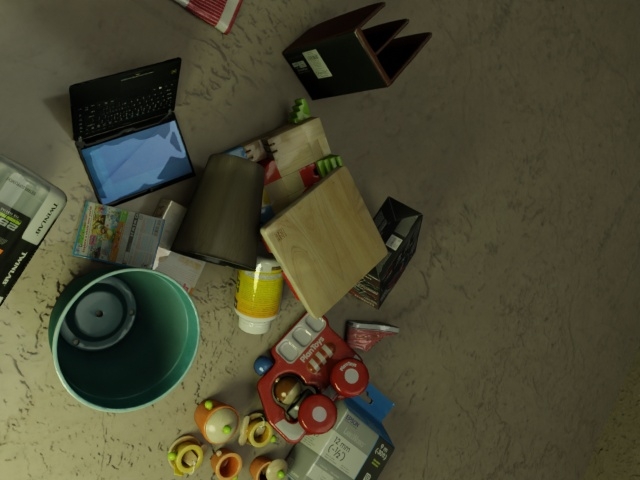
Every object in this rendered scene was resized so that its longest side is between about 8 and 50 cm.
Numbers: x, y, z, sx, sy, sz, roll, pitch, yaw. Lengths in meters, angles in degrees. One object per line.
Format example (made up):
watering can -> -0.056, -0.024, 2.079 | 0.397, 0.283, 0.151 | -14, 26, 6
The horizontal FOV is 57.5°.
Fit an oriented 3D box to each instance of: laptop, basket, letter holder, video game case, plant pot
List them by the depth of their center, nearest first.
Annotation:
plant pot -> -0.421, 0.172, 1.178 | 0.271, 0.255, 0.272 | -5, 99, -35
laptop -> -0.381, -0.222, 1.227 | 0.234, 0.264, 0.137 | -27, 74, -30
video game case -> -0.430, -0.008, 1.248 | 0.166, 0.015, 0.119 | 14, 83, -10
basket -> -0.207, -0.063, 1.285 | 0.204, 0.154, 0.227 | 21, 78, -40
letter holder -> 0.091, -0.482, 1.425 | 0.214, 0.302, 0.152 | -49, 120, -20

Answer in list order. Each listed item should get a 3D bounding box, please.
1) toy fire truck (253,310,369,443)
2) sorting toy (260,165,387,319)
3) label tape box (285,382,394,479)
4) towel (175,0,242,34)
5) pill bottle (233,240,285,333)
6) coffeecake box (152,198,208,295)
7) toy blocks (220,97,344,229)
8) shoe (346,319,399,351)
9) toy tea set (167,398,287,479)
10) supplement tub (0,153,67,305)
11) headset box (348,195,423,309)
toy fire truck -> -0.038, 0.361, 1.537 | 0.254, 0.169, 0.302 | 44, 69, 5
sorting toy -> 0.000, 0.000, 1.355 | 0.255, 0.089, 0.257 | -41, 118, -24
label tape box -> 0.086, 0.577, 1.676 | 0.249, 0.115, 0.348 | 46, 72, -30
towel -> -0.296, -0.650, 1.295 | 0.329, 0.037, 0.237 | 26, 82, -35
pill bottle -> -0.149, 0.118, 1.429 | 0.117, 0.117, 0.215 | -7, 118, -34
coffeecake box -> -0.333, 0.020, 1.334 | 0.142, 0.068, 0.186 | 30, 79, -34
toy blocks -> -0.086, -0.123, 1.447 | 0.261, 0.190, 0.381 | -27, 111, -17
shoe -> 0.151, 0.283, 1.717 | 0.178, 0.063, 0.081 | 10, 92, -30
toy tea set -> -0.201, 0.524, 1.458 | 0.336, 0.124, 0.200 | 29, 79, -34
supplement tub -> -0.598, 0.008, 0.991 | 0.193, 0.193, 0.316 | 35, 76, -33
headset box -> 0.171, 0.048, 1.596 | 0.218, 0.110, 0.293 | -55, 164, -16
